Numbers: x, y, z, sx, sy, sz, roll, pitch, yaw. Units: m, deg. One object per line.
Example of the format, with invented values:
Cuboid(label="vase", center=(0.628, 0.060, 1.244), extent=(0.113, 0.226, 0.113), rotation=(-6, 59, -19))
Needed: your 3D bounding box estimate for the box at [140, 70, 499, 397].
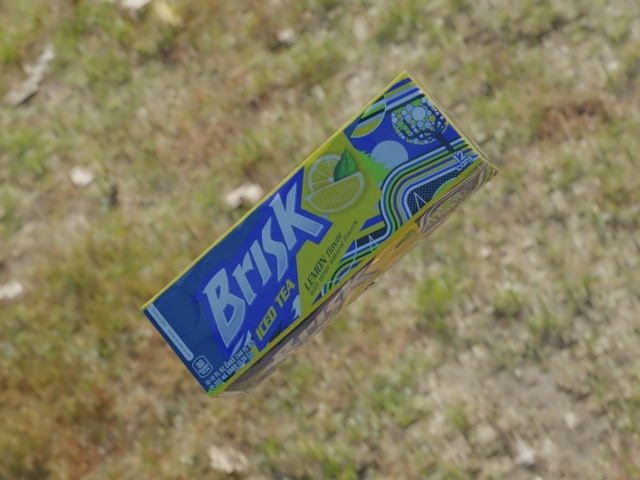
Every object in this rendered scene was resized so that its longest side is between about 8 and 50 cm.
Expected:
Cuboid(label="box", center=(0.000, 0.000, 0.877), extent=(0.169, 0.054, 0.059), rotation=(-42, 77, 9))
